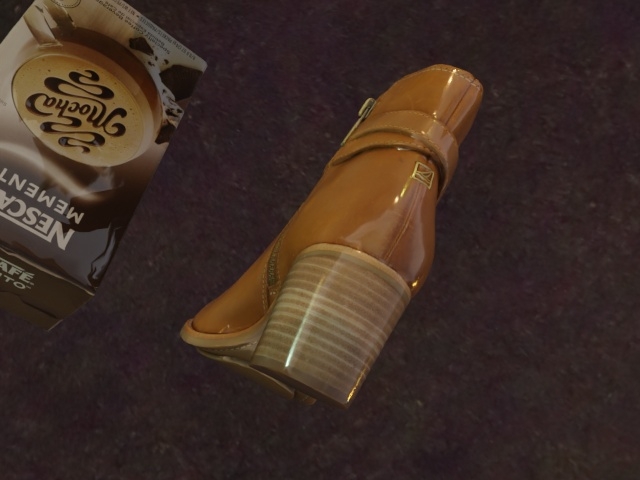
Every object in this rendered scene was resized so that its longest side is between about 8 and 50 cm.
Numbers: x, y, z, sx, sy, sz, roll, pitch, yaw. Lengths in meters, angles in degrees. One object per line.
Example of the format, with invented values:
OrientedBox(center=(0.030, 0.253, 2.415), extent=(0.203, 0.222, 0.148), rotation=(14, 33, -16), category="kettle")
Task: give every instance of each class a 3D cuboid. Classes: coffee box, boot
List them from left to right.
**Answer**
OrientedBox(center=(-0.242, -0.091, 0.635), extent=(0.168, 0.119, 0.297), rotation=(33, 50, -24), category="coffee box")
OrientedBox(center=(0.000, 0.000, 0.504), extent=(0.109, 0.283, 0.220), rotation=(30, 73, -9), category="boot")
